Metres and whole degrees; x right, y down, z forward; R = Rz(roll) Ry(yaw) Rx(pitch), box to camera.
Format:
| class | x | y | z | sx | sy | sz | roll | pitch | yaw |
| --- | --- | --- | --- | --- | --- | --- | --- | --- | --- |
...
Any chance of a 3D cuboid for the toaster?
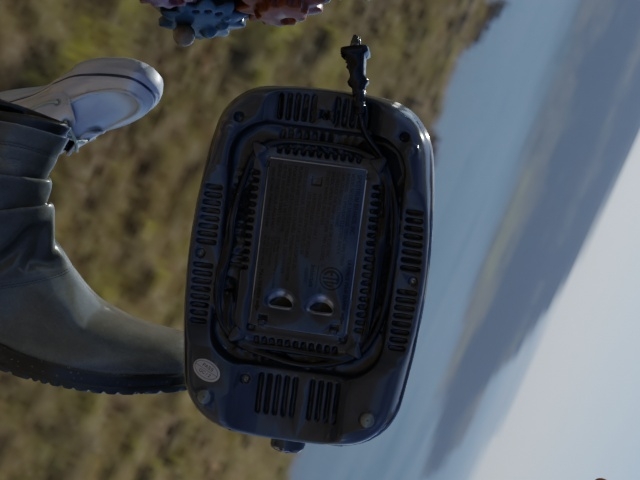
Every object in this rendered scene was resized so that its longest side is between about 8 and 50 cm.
| class | x | y | z | sx | sy | sz | roll | pitch | yaw |
| --- | --- | --- | --- | --- | --- | --- | --- | --- | --- |
| toaster | 0.000 | 0.000 | 0.918 | 0.146 | 0.129 | 0.227 | -31 | 128 | -83 |

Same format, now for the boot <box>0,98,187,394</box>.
| class | x | y | z | sx | sy | sz | roll | pitch | yaw |
| --- | --- | --- | --- | --- | --- | --- | --- | --- | --- |
| boot | -0.176 | -0.001 | 1.004 | 0.083 | 0.246 | 0.161 | -108 | -149 | -85 |

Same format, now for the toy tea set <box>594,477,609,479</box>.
| class | x | y | z | sx | sy | sz | roll | pitch | yaw |
| --- | --- | --- | --- | --- | --- | --- | --- | --- | --- |
| toy tea set | 0.287 | 0.313 | 1.225 | 0.124 | 0.336 | 0.200 | -52 | 151 | -6 |

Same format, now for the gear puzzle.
| class | x | y | z | sx | sy | sz | roll | pitch | yaw |
| --- | --- | --- | --- | --- | --- | --- | --- | --- | --- |
| gear puzzle | -0.005 | -0.236 | 1.479 | 0.175 | 0.339 | 0.044 | 39 | 45 | -64 |

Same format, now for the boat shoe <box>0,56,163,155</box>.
| class | x | y | z | sx | sy | sz | roll | pitch | yaw |
| --- | --- | --- | --- | --- | --- | --- | --- | --- | --- |
| boat shoe | -0.252 | -0.117 | 1.623 | 0.083 | 0.226 | 0.076 | 43 | 48 | -37 |
